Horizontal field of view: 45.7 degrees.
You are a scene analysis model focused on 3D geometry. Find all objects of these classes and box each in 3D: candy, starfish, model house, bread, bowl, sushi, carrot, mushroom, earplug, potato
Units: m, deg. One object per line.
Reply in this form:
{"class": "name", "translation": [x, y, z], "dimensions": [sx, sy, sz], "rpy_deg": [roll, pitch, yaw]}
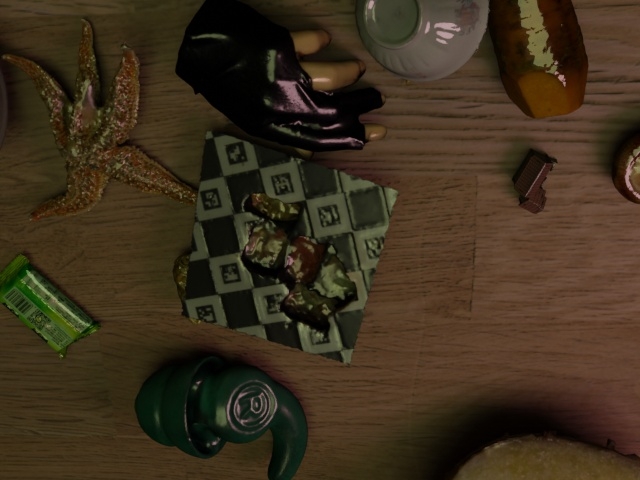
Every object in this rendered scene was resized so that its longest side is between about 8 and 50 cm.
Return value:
{"class": "candy", "translation": [-0.461, 0.111, 1.267], "dimensions": [0.102, 0.032, 0.178], "rpy_deg": [-40, 104, 16]}
{"class": "starfish", "translation": [-0.314, -0.167, 1.098], "dimensions": [0.302, 0.084, 0.293], "rpy_deg": [-1, 116, 10]}
{"class": "model house", "translation": [0.309, -0.082, 1.096], "dimensions": [0.057, 0.058, 0.083], "rpy_deg": [24, 114, -7]}
{"class": "bread", "translation": [-0.201, 0.070, 1.205], "dimensions": [0.060, 0.066, 0.110], "rpy_deg": [-1, 118, 19]}
{"class": "bowl", "translation": [0.110, -0.289, 0.960], "dimensions": [0.189, 0.086, 0.188], "rpy_deg": [13, 115, 29]}
{"class": "sushi", "translation": [-0.053, 0.010, 1.134], "dimensions": [0.292, 0.059, 0.293], "rpy_deg": [17, 108, 10]}
{"class": "carrot", "translation": [0.000, 0.000, 1.168], "dimensions": [0.048, 0.048, 0.139], "rpy_deg": [33, 115, -10]}
{"class": "carrot", "translation": [0.265, -0.306, 0.969], "dimensions": [0.114, 0.114, 0.301], "rpy_deg": [-17, 111, 12]}
{"class": "mushroom", "translation": [0.472, -0.104, 1.055], "dimensions": [0.127, 0.087, 0.127], "rpy_deg": [1, 118, 2]}
{"class": "earplug", "translation": [-0.171, 0.295, 1.283], "dimensions": [0.280, 0.163, 0.257], "rpy_deg": [3, 152, 16]}
{"class": "potato", "translation": [0.377, 0.513, 1.253], "dimensions": [0.443, 0.319, 0.385], "rpy_deg": [-4, 74, 16]}

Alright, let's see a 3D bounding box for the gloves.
{"class": "gloves", "translation": [-0.048, -0.204, 1.036], "dimensions": [0.301, 0.152, 0.197], "rpy_deg": [11, 143, -16]}

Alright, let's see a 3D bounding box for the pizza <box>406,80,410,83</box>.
{"class": "pizza", "translation": [0.133, -0.262, 1.044], "dimensions": [0.100, 0.029, 0.099], "rpy_deg": [8, 116, 2]}

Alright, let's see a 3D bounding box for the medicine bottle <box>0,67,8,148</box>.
{"class": "medicine bottle", "translation": [-0.649, -0.191, 1.027], "dimensions": [0.385, 0.224, 0.224], "rpy_deg": [3, 115, 7]}
